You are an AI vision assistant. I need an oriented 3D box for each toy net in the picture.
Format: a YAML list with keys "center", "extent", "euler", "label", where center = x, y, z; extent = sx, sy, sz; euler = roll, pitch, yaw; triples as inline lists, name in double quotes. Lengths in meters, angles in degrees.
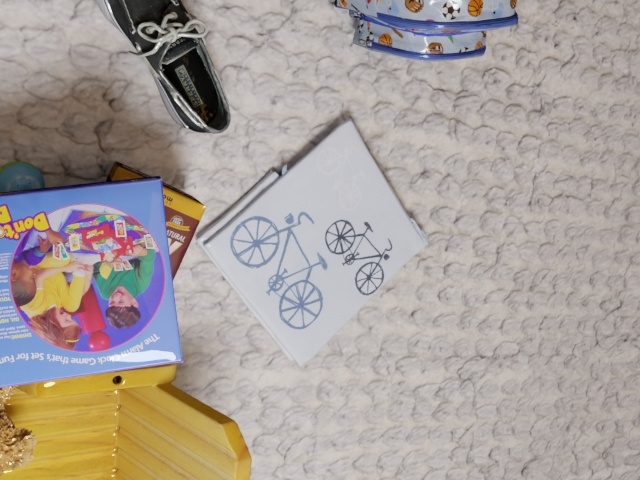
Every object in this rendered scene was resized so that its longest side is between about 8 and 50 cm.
- center: [-0.447, 0.007, 1.257]
  extent: [0.122, 0.045, 0.232]
  euler: [38, 85, -36]
  label: "toy net"

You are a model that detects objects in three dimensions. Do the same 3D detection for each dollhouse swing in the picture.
- center: [-0.312, 0.369, 1.294]
  extent: [0.315, 0.305, 0.347]
  euler: [-2, 107, -31]
  label: "dollhouse swing"

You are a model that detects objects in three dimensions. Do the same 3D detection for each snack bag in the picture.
- center: [0.000, 0.000, 1.528]
  extent: [0.342, 0.037, 0.323]
  euler: [-43, 123, -12]
  label: "snack bag"

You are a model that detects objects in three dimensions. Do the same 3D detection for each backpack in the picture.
- center: [0.173, -0.385, 1.375]
  extent: [0.276, 0.263, 0.213]
  euler: [-19, 114, -26]
  label: "backpack"

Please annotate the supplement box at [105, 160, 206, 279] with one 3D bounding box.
- center: [-0.268, 0.005, 1.256]
  extent: [0.129, 0.191, 0.194]
  euler: [25, 91, -16]
  label: "supplement box"

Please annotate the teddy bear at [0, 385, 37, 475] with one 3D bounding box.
- center: [-0.500, 0.189, 1.175]
  extent: [0.245, 0.113, 0.338]
  euler: [-3, 104, -26]
  label: "teddy bear"

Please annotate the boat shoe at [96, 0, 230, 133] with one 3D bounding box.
- center: [-0.219, -0.283, 1.265]
  extent: [0.113, 0.105, 0.306]
  euler: [-32, 119, -20]
  label: "boat shoe"

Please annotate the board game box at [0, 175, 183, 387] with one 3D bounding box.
- center: [-0.357, 0.054, 1.103]
  extent: [0.347, 0.078, 0.233]
  euler: [-7, 97, -11]
  label: "board game box"
